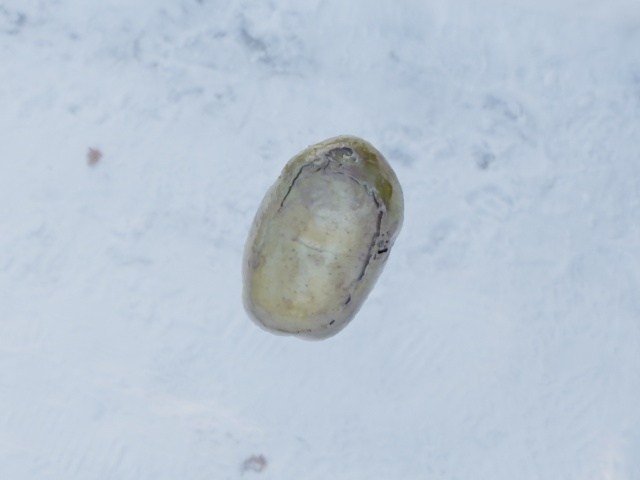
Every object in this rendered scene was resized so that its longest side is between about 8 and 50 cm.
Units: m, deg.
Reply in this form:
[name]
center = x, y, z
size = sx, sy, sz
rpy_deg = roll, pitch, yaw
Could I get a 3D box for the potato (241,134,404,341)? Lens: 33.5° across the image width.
[potato]
center = 0.000, 0.000, 0.803
size = 0.107, 0.080, 0.171
rpy_deg = 23, 108, 8
